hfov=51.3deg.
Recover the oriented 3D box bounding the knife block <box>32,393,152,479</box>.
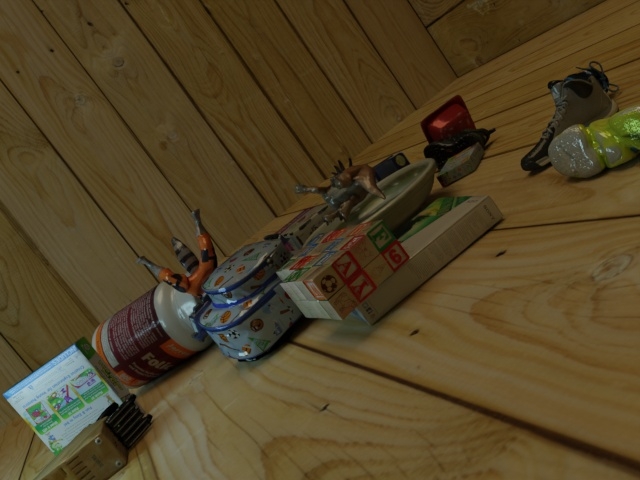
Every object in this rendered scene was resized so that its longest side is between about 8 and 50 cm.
[{"bbox_3d":[-0.500,0.460,1.457,0.275,0.088,0.242,-38,9,-11],"label":"knife block"}]

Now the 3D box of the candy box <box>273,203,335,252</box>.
[{"bbox_3d":[-0.043,-0.033,1.979,0.159,0.071,0.233,-40,10,-19],"label":"candy box"}]

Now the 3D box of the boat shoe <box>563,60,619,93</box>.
[{"bbox_3d":[0.601,-0.355,1.500,0.089,0.109,0.258,-30,13,14],"label":"boat shoe"}]

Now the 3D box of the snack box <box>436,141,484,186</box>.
[{"bbox_3d":[0.371,-0.201,1.758,0.100,0.037,0.141,-30,11,35],"label":"snack box"}]

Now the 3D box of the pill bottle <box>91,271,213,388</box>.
[{"bbox_3d":[-0.433,0.242,1.877,0.392,0.224,0.224,-32,10,24],"label":"pill bottle"}]

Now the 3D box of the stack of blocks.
[{"bbox_3d":[0.016,0.059,1.258,0.171,0.087,0.297,-40,10,-20],"label":"stack of blocks"}]

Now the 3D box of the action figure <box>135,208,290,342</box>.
[{"bbox_3d":[-0.244,0.081,1.697,0.341,0.330,0.178,-41,0,-17],"label":"action figure"}]

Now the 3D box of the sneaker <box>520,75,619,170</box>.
[{"bbox_3d":[0.473,-0.248,1.341,0.228,0.132,0.086,-36,9,-3],"label":"sneaker"}]

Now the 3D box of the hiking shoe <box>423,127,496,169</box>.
[{"bbox_3d":[0.398,-0.268,1.914,0.114,0.086,0.227,-31,14,-32],"label":"hiking shoe"}]

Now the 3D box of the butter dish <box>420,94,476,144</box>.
[{"bbox_3d":[0.408,-0.325,1.997,0.160,0.160,0.118,-36,33,-4],"label":"butter dish"}]

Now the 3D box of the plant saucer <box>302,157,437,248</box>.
[{"bbox_3d":[0.140,-0.054,1.670,0.400,0.100,0.400,-34,10,7],"label":"plant saucer"}]

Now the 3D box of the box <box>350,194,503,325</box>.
[{"bbox_3d":[0.170,0.028,1.290,0.322,0.058,0.232,-37,10,-10],"label":"box"}]

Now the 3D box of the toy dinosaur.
[{"bbox_3d":[0.077,-0.138,1.660,0.200,0.127,0.295,-34,12,-34],"label":"toy dinosaur"}]

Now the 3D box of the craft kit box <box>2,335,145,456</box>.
[{"bbox_3d":[-0.605,0.401,1.642,0.250,0.246,0.061,-33,7,13],"label":"craft kit box"}]

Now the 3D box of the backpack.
[{"bbox_3d":[-0.138,0.133,1.473,0.276,0.213,0.263,-16,32,56],"label":"backpack"}]

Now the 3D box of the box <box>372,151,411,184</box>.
[{"bbox_3d":[0.176,-0.143,1.868,0.225,0.136,0.036,-30,11,28],"label":"box"}]

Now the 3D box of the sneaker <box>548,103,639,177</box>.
[{"bbox_3d":[0.493,-0.168,1.095,0.126,0.091,0.240,-20,2,-23],"label":"sneaker"}]
